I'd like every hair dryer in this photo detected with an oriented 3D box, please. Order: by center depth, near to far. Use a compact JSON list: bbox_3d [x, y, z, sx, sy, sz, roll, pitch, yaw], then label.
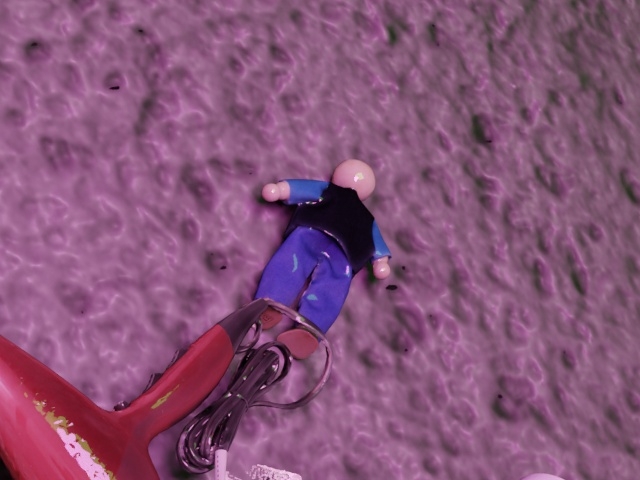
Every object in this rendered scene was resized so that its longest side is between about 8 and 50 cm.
[{"bbox_3d":[-0.124,0.129,1.041,0.293,0.080,0.223,20,50,-29],"label":"hair dryer"}]

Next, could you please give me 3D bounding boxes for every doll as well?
[{"bbox_3d":[0.000,0.000,1.205,0.129,0.046,0.189,39,51,-13],"label":"doll"}]

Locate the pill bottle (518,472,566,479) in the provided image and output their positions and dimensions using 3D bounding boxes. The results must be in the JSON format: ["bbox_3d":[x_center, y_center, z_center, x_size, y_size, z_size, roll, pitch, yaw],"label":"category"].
[{"bbox_3d":[0.099,0.270,1.066,0.264,0.146,0.146,-30,85,-40],"label":"pill bottle"}]
